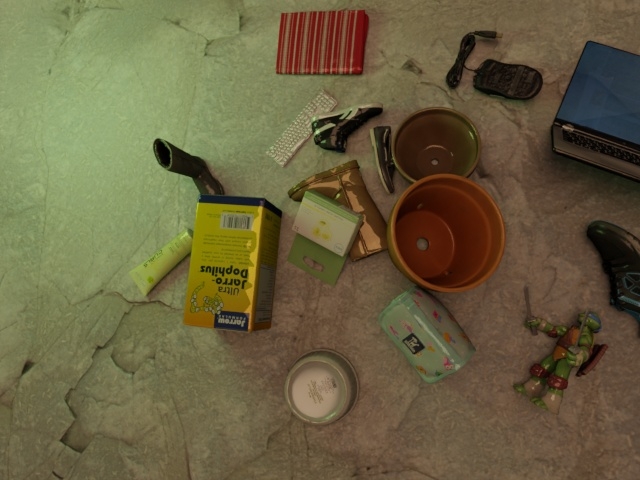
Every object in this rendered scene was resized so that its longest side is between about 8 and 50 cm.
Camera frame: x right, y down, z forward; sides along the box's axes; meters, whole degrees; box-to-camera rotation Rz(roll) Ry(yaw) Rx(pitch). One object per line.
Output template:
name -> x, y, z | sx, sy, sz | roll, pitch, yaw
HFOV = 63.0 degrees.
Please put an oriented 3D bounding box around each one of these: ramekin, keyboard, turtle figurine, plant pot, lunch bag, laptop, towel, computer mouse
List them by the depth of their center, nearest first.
turtle figurine -> 0.564, 0.268, 1.296 | 0.197, 0.274, 0.266 | 28, 93, 46
laptop -> 0.816, -0.311, 1.310 | 0.381, 0.408, 0.237 | 23, 121, 12
lunch bag -> 0.265, 0.229, 1.315 | 0.160, 0.262, 0.223 | -39, 79, 3
plant pot -> 0.295, -0.005, 1.345 | 0.290, 0.203, 0.291 | 1, 81, -8
ramekin -> -0.002, 0.401, 1.418 | 0.207, 0.109, 0.207 | -1, 82, 10
plant pot -> 0.315, -0.236, 1.436 | 0.237, 0.110, 0.238 | -3, 72, 9
computer mouse -> 0.503, -0.491, 1.474 | 0.261, 0.060, 0.184 | 17, 90, 23
keyboard -> -0.057, -0.340, 1.573 | 0.072, 0.014, 0.256 | 41, 91, 12
towel -> 0.004, -0.600, 1.589 | 0.274, 0.031, 0.199 | 4, 85, 12

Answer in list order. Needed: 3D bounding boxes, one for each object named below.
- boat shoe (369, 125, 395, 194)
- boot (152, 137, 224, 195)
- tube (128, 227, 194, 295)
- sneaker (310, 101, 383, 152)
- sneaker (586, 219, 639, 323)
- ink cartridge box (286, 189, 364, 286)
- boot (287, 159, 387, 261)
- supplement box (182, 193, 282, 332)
boat shoe -> 0.191, -0.233, 1.485 | 0.064, 0.075, 0.206 | -14, 76, 11
boot -> -0.379, -0.196, 1.511 | 0.076, 0.208, 0.190 | -38, 78, 4
tube -> -0.469, 0.061, 1.573 | 0.240, 0.062, 0.070 | -39, 38, 8
sneaker -> 0.085, -0.320, 1.520 | 0.216, 0.079, 0.121 | -11, 87, 14
sneaker -> 0.780, 0.101, 1.312 | 0.139, 0.125, 0.341 | -38, 76, 8
ink cartridge box -> 0.000, 0.000, 1.449 | 0.171, 0.056, 0.235 | 28, 111, 16
boot -> 0.054, -0.066, 1.482 | 0.236, 0.089, 0.270 | -22, 83, 13
supplement box -> -0.238, 0.067, 1.459 | 0.195, 0.194, 0.357 | 4, 83, 10
